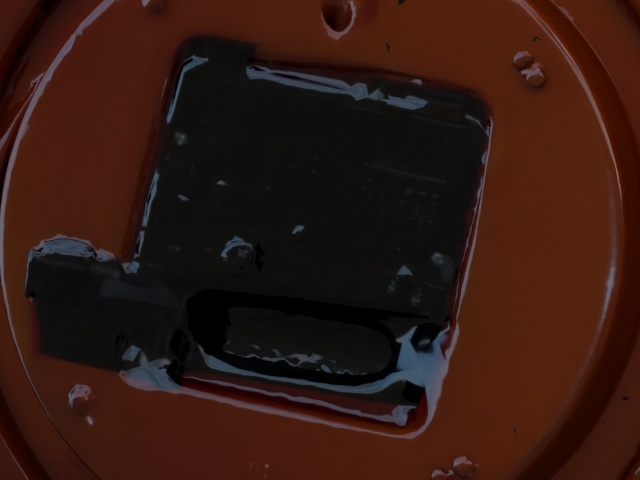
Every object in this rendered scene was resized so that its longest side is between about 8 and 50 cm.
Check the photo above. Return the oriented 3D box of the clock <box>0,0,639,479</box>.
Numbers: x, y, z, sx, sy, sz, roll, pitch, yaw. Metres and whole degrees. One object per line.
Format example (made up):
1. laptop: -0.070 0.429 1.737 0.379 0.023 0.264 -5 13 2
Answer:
1. clock: 0.000 0.000 0.404 0.205 0.205 0.051 -16 -7 12
